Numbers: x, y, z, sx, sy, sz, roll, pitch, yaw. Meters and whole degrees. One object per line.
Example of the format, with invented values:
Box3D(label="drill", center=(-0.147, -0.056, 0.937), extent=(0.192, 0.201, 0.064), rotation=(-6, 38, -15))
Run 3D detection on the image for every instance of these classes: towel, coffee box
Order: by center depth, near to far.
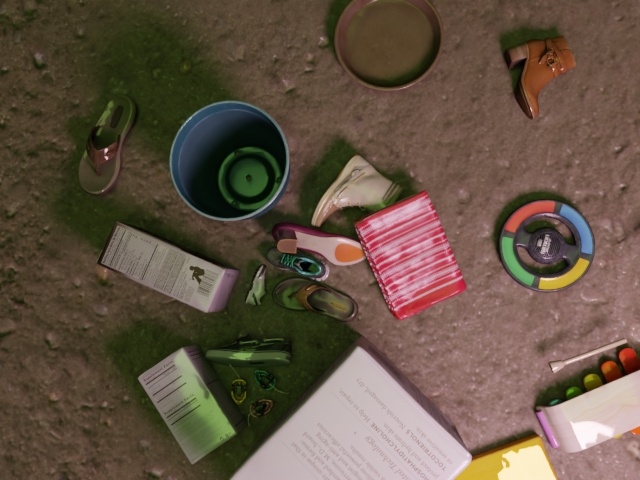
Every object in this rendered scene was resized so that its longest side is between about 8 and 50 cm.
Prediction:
Box3D(label="towel", center=(0.221, 0.039, 1.627), extent=(0.199, 0.031, 0.274), rotation=(-24, 100, 2))
Box3D(label="coffee box", center=(-0.369, 0.067, 1.644), extent=(0.297, 0.168, 0.118), rotation=(23, 88, 7))

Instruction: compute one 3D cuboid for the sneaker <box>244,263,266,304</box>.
Box3D(label="sneaker", center=(-0.155, 0.113, 1.690), extent=(0.044, 0.040, 0.109), rotation=(20, 91, -10))

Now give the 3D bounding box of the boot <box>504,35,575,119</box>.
Box3D(label="boot", center=(0.555, -0.407, 1.644), extent=(0.152, 0.073, 0.197), rotation=(-14, 87, 0))

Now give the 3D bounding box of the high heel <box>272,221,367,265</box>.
Box3D(label="high heel", center=(0.000, 0.000, 1.680), extent=(0.244, 0.117, 0.082), rotation=(2, 117, -10))

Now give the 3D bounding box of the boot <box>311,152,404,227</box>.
Box3D(label="boot", center=(0.091, -0.088, 1.661), extent=(0.165, 0.077, 0.213), rotation=(36, 89, 4))

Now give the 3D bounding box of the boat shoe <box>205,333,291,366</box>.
Box3D(label="boat shoe", center=(-0.177, 0.274, 1.663), extent=(0.219, 0.077, 0.070), rotation=(-1, 62, 9))

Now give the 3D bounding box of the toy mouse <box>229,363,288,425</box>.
Box3D(label="toy mouse", center=(-0.150, 0.381, 1.667), extent=(0.143, 0.031, 0.161), rotation=(-4, 89, -2))

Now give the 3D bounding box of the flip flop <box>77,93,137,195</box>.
Box3D(label="flip flop", center=(-0.559, -0.253, 1.728), extent=(0.112, 0.080, 0.277), rotation=(22, 88, 6))

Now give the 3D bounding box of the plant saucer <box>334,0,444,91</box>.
Box3D(label="plant saucer", center=(0.174, -0.512, 1.701), extent=(0.278, 0.041, 0.277), rotation=(0, 85, 5))

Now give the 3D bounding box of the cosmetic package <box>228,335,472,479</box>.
Box3D(label="cosmetic package", center=(0.069, 0.470, 1.493), extent=(0.327, 0.329, 0.393), rotation=(44, 91, 6))

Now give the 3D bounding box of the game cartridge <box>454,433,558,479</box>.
Box3D(label="game cartridge", center=(0.449, 0.663, 1.588), extent=(0.285, 0.052, 0.323), rotation=(-21, 82, 3))

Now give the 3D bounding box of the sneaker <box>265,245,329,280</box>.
Box3D(label="sneaker", center=(-0.059, 0.052, 1.662), extent=(0.167, 0.076, 0.065), rotation=(16, 87, 6))

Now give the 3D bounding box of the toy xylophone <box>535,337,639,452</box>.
Box3D(label="toy xylophone", center=(0.668, 0.362, 1.569), extent=(0.323, 0.081, 0.236), rotation=(-16, 84, 4))

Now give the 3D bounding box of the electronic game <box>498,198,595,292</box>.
Box3D(label="electronic game", center=(0.550, 0.012, 1.623), extent=(0.229, 0.048, 0.229), rotation=(0, 86, 5))

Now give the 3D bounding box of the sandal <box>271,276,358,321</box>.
Box3D(label="sandal", center=(-0.013, 0.150, 1.658), extent=(0.219, 0.060, 0.090), rotation=(20, 88, 6))

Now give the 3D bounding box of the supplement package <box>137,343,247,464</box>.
Box3D(label="supplement package", center=(-0.309, 0.393, 1.629), extent=(0.134, 0.139, 0.244), rotation=(-35, 82, 1))

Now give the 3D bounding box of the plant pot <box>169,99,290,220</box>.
Box3D(label="plant pot", center=(-0.191, -0.168, 1.601), extent=(0.272, 0.255, 0.271), rotation=(0, 85, 6))
